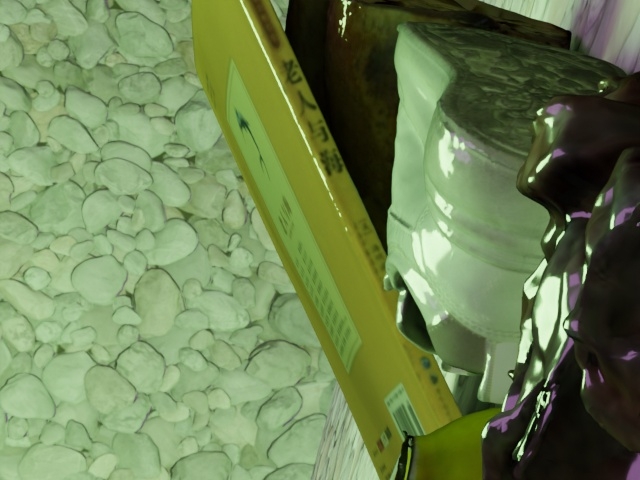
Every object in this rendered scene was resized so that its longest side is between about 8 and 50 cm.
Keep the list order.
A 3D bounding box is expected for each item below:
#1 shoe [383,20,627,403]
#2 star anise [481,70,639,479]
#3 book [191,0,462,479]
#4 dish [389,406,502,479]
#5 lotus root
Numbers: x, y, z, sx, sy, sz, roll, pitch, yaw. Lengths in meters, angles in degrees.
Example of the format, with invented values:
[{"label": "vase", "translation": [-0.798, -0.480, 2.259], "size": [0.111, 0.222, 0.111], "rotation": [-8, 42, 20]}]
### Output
[{"label": "shoe", "translation": [0.087, -0.013, 0.837], "size": [0.316, 0.124, 0.159], "rotation": [-80, 0, -75]}, {"label": "star anise", "translation": [0.100, 0.003, 0.502], "size": [0.214, 0.099, 0.220], "rotation": [-64, -1, -16]}, {"label": "book", "translation": [0.000, 0.000, 1.104], "size": [0.269, 0.032, 0.389], "rotation": [112, 135, -75]}, {"label": "dish", "translation": [0.062, 0.139, 0.741], "size": [0.208, 0.080, 0.149], "rotation": [107, 179, -87]}, {"label": "lotus root", "translation": [0.055, -0.082, 1.090], "size": [0.188, 0.199, 0.180], "rotation": [-32, -40, -69]}]
